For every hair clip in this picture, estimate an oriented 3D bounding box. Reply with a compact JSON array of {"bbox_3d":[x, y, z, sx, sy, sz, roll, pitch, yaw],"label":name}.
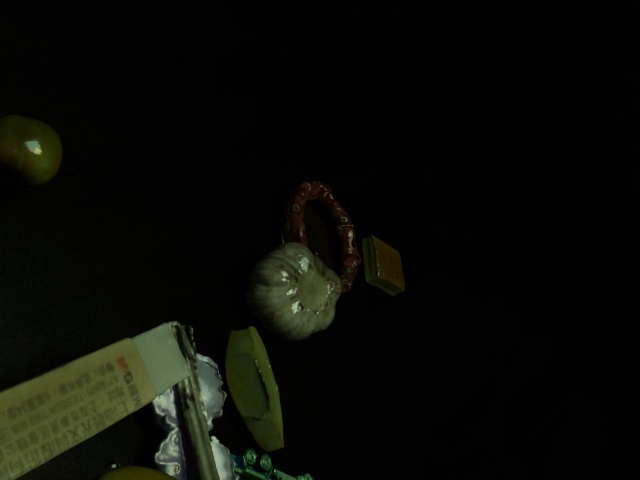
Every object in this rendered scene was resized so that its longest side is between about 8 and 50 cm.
[{"bbox_3d":[-0.149,0.235,1.039,0.106,0.084,0.292,-7,67,-23],"label":"hair clip"}]

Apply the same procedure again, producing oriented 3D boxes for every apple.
[{"bbox_3d":[-0.332,-0.099,0.978,0.090,0.090,0.074,24,74,-50],"label":"apple"}]

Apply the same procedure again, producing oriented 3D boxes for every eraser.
[{"bbox_3d":[-0.277,0.171,0.832,0.343,0.144,0.078,-23,89,-61],"label":"eraser"}]

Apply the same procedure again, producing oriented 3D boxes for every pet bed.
[{"bbox_3d":[0.000,0.000,1.486,0.201,0.054,0.201,30,52,-47],"label":"pet bed"}]

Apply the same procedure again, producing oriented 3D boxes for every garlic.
[{"bbox_3d":[-0.044,0.077,1.316,0.159,0.102,0.147,4,80,-45],"label":"garlic"}]

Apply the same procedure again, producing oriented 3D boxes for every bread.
[{"bbox_3d":[0.117,0.047,1.658,0.094,0.035,0.090,30,46,-46],"label":"bread"}]

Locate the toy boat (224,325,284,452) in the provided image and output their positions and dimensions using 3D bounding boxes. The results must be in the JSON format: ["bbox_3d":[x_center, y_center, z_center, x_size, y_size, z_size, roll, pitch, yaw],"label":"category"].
[{"bbox_3d":[-0.088,0.202,1.200,0.066,0.065,0.172,21,53,-76],"label":"toy boat"}]

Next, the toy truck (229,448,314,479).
[{"bbox_3d":[-0.072,0.325,1.131,0.175,0.067,0.081,38,42,-41],"label":"toy truck"}]

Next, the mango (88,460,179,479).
[{"bbox_3d":[-0.165,0.384,0.883,0.195,0.142,0.331,-22,97,-56],"label":"mango"}]
